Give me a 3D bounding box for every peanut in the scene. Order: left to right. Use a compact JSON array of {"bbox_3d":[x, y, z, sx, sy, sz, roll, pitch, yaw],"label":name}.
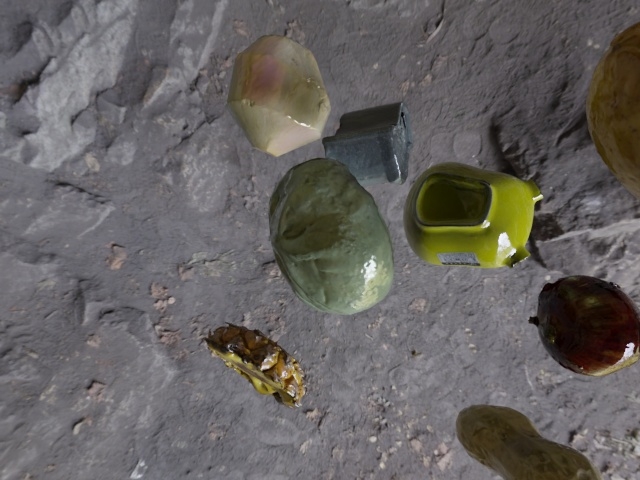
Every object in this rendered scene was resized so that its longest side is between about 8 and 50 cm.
[{"bbox_3d":[0.373,0.397,0.745,0.130,0.290,0.130,-3,99,-21],"label":"peanut"}]

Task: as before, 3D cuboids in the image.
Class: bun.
[{"bbox_3d":[0.000,0.000,0.494,0.118,0.195,0.195,-19,86,-15],"label":"bun"}]

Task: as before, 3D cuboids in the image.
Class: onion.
[{"bbox_3d":[0.316,0.101,0.476,0.119,0.118,0.117,-12,98,1],"label":"onion"}]

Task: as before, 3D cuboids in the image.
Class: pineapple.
[{"bbox_3d":[-0.107,0.213,0.715,0.225,0.225,0.076,36,62,4],"label":"pineapple"}]

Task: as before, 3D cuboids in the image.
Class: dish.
[{"bbox_3d":[0.271,-0.059,0.782,0.262,0.108,0.221,13,85,35],"label":"dish"}]

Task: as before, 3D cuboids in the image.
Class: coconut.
[{"bbox_3d":[-0.095,-0.321,0.937,0.259,0.259,0.259,0,87,2],"label":"coconut"}]

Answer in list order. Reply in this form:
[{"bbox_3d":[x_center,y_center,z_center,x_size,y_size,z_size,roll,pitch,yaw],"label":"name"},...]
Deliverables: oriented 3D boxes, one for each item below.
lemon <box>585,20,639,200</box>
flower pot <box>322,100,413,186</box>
[{"bbox_3d":[0.282,-0.080,0.258,0.207,0.170,0.170,26,88,-17],"label":"lemon"},{"bbox_3d":[0.089,-0.159,0.673,0.108,0.229,0.103,-6,119,22],"label":"flower pot"}]
